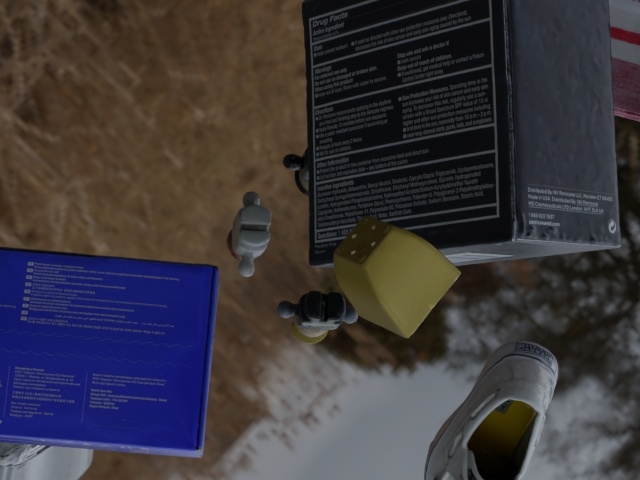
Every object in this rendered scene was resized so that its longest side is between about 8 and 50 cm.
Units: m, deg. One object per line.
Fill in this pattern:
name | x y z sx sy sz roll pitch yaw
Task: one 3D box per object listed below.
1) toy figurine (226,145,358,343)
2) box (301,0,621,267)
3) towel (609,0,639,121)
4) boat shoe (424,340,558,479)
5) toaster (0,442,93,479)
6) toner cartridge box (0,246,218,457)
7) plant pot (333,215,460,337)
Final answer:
toy figurine | 0.000 0.000 1.867 0.209 0.213 0.148 -44 179 -13
box | 0.143 -0.126 1.567 0.182 0.294 0.296 3 173 -43
towel | 0.403 -0.291 1.671 0.037 0.237 0.329 -8 112 -68
boat shoe | 0.229 0.313 2.076 0.156 0.136 0.367 -70 -176 -49
toaster | -0.360 0.242 1.851 0.227 0.129 0.146 -34 151 -42
toner cartridge box | -0.268 0.093 1.313 0.075 0.348 0.165 101 -6 -76
plant pot | 0.060 0.025 1.371 0.081 0.083 0.081 -51 -145 -12
